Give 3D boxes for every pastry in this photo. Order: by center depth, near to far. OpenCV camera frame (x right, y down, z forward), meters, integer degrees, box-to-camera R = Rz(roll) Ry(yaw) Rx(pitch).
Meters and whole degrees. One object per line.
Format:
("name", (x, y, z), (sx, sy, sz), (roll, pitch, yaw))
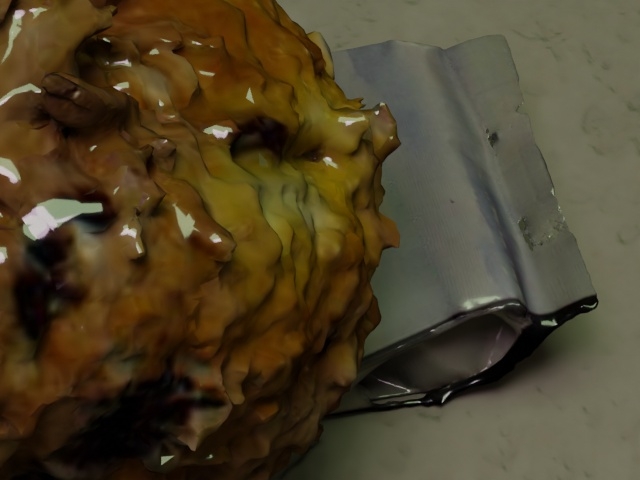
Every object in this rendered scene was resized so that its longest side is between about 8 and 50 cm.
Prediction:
("pastry", (-0.168, 0.002, 0.793), (0.405, 0.337, 0.292), (-2, 84, 3))

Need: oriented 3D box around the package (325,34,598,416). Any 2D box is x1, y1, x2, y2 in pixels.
("package", (0.000, 0.000, 0.993), (0.251, 0.062, 0.204), (-16, 51, 2))
